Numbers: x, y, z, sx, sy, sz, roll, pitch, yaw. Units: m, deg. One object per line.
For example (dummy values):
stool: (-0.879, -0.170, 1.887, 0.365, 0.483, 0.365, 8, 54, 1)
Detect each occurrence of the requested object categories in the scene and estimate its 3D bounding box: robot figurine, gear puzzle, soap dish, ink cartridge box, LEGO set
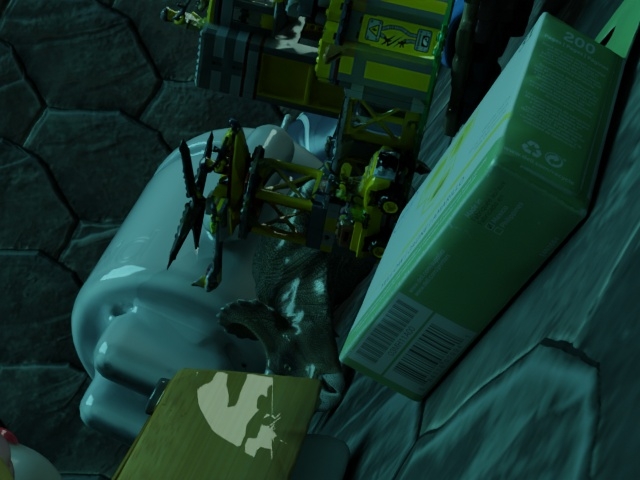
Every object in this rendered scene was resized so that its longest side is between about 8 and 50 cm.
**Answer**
robot figurine: (-0.089, 0.034, 1.429, 0.300, 0.200, 0.353, -64, 0, 43)
gear puzzle: (0.159, -0.232, 1.179, 0.175, 0.044, 0.339, 94, -165, -50)
soap dish: (-0.109, 0.226, 0.902, 0.291, 0.118, 0.229, -58, 4, 35)
ink cartridge box: (0.099, -0.050, 0.834, 0.171, 0.056, 0.235, -56, 7, 46)
LEGO set: (-0.015, -0.144, 1.016, 0.255, 0.192, 0.331, 100, -176, -51)

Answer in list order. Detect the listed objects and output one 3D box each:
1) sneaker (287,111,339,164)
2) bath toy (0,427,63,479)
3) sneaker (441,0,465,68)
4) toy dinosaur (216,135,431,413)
sneaker: (0.016, -0.126, 1.728, 0.153, 0.099, 0.282, -36, 16, 20)
bath toy: (-0.221, 0.171, 0.924, 0.151, 0.129, 0.348, -60, 3, 1)
sneaker: (0.163, -0.233, 1.363, 0.209, 0.069, 0.082, -48, 41, 22)
toy dinosaur: (0.000, 0.000, 1.199, 0.160, 0.121, 0.313, -43, 14, 21)
